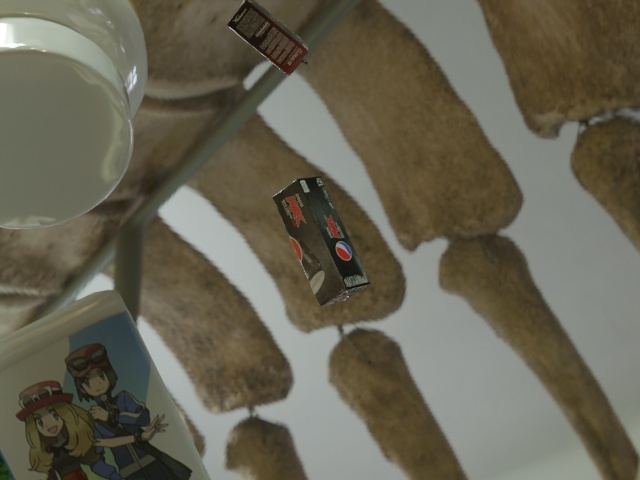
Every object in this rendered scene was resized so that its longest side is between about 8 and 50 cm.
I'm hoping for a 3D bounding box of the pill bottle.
[{"bbox_3d":[-0.146,-0.101,0.498,0.117,0.208,0.118,-10,-50,-12],"label":"pill bottle"}]

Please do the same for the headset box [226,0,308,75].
[{"bbox_3d":[-0.046,-0.191,0.989,0.083,0.062,0.032,37,-78,-10],"label":"headset box"}]

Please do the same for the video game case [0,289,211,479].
[{"bbox_3d":[-0.149,0.219,0.364,0.036,0.329,0.300,-18,-82,59],"label":"video game case"}]

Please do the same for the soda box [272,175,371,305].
[{"bbox_3d":[0.000,0.000,1.423,0.060,0.053,0.169,-34,-106,39],"label":"soda box"}]
